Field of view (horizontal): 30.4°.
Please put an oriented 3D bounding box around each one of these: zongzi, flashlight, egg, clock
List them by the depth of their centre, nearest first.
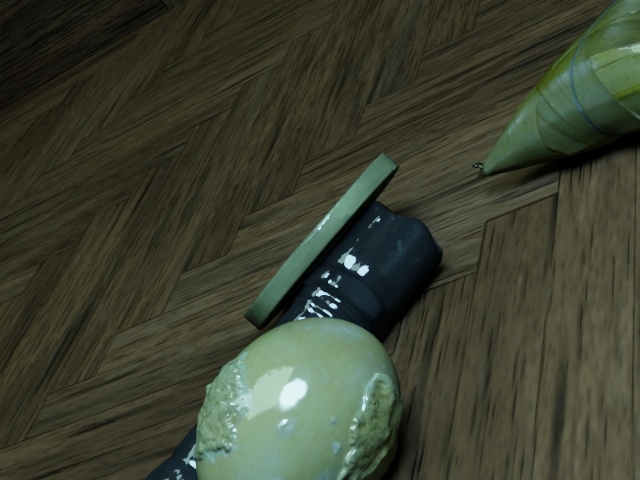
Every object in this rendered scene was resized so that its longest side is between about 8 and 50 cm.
[{"bbox_3d":[-0.017,0.157,0.991,0.201,0.164,0.164,-48,27,-18],"label":"egg"},{"bbox_3d":[-0.037,0.137,1.131,0.424,0.103,0.103,-49,27,-21],"label":"flashlight"},{"bbox_3d":[0.288,-0.169,1.226,0.256,0.115,0.228,-31,18,42],"label":"zongzi"},{"bbox_3d":[0.000,0.000,1.259,0.235,0.029,0.235,-50,-3,-3],"label":"clock"}]
